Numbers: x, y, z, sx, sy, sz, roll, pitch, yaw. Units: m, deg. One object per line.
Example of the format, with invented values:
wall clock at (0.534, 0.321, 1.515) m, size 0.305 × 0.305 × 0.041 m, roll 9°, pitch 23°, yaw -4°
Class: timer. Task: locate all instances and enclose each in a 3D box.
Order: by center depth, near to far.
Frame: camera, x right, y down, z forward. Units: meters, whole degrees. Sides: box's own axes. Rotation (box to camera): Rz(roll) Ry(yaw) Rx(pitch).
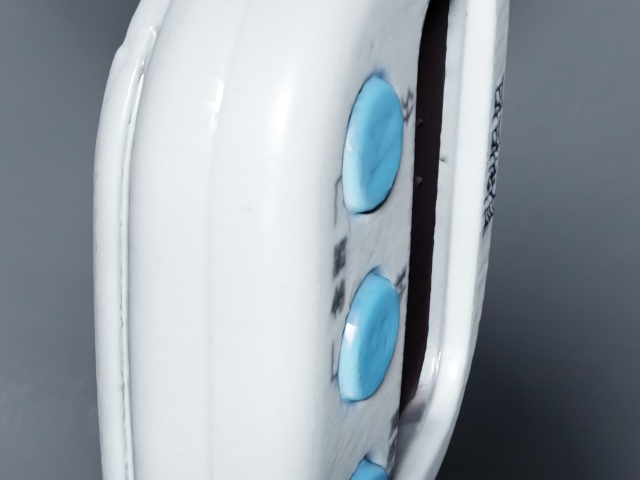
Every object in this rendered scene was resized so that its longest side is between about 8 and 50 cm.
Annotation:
timer at (0.000, 0.000, 0.547) m, size 0.087 × 0.237 × 0.262 m, roll 10°, pitch 117°, yaw 15°
